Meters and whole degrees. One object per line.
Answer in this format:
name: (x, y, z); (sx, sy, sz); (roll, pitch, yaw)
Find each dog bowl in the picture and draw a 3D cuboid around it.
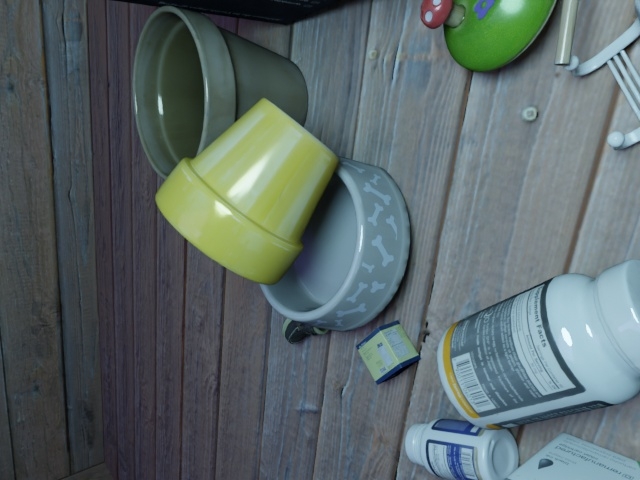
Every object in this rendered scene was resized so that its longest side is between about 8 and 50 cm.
dog bowl: (0.000, 0.000, 0.970); (0.349, 0.102, 0.348); (-9, 78, 46)

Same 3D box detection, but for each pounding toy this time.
pounding toy: (0.214, -0.319, 0.649); (0.237, 0.110, 0.182); (34, 113, 59)

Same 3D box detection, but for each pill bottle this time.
pill bottle: (0.224, 0.343, 0.835); (0.169, 0.094, 0.094); (-15, 86, 51)
pill bottle: (0.298, 0.139, 0.653); (0.278, 0.162, 0.162); (-39, 68, 46)

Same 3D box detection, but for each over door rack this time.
over door rack: (0.423, -0.177, 0.481); (0.324, 0.108, 0.239); (-36, 71, 47)

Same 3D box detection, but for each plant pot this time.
plant pot: (-0.189, -0.286, 1.051); (0.323, 0.281, 0.322); (12, 106, 49)
plant pot: (-0.102, -0.094, 0.860); (0.239, 0.254, 0.254); (-52, 54, 7)

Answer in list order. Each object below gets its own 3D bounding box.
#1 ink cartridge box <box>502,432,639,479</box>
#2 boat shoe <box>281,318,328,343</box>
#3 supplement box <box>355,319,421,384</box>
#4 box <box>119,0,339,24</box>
ink cartridge box: (0.310, 0.364, 0.583); (0.211, 0.289, 0.121); (10, 105, 48)
boat shoe: (-0.011, 0.168, 1.091); (0.223, 0.080, 0.073); (-52, 54, 37)
supplement box: (0.125, 0.209, 0.954); (0.083, 0.056, 0.083); (-51, 59, 42)
box: (-0.160, -0.533, 0.749); (0.472, 0.480, 0.297); (17, 109, 59)
